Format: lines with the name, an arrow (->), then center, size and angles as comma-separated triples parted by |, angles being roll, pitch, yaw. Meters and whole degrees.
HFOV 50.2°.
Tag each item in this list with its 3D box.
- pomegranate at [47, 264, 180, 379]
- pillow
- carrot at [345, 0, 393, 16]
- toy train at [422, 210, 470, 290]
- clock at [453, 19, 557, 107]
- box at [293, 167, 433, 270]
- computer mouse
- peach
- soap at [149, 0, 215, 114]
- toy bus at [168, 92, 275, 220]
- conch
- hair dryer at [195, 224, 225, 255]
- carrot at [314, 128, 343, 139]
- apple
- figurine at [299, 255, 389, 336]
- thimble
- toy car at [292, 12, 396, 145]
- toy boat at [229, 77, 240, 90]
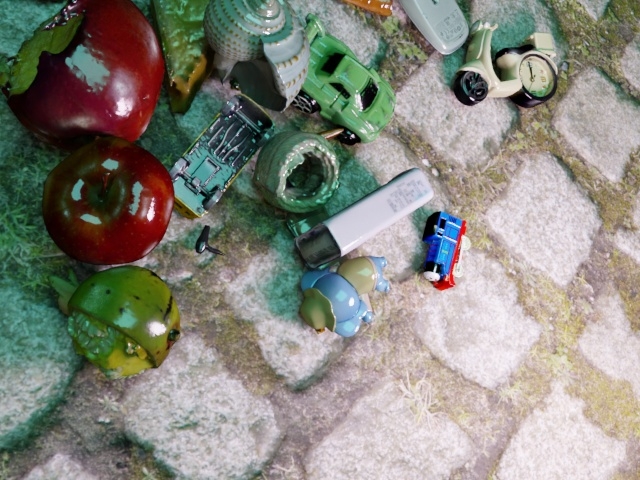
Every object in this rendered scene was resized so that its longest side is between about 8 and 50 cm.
pomegranate -> -0.466, 0.164, 1.540 | 0.340, 0.260, 0.260 | 29, 67, 14
pillow -> 0.000, 0.000, 1.857 | 0.130, 0.033, 0.218 | -29, 89, -28
carrot -> 0.123, -0.734, 2.061 | 0.204, 0.072, 0.072 | 9, 74, -16
toy train -> 0.351, 0.030, 1.955 | 0.131, 0.082, 0.204 | 23, 69, -14
clock -> 0.583, -0.555, 2.170 | 0.378, 0.120, 0.277 | 0, 81, -25
box -> 0.112, -0.060, 1.805 | 0.369, 0.190, 0.112 | -30, 89, -33
computer mouse -> 0.337, -0.712, 2.121 | 0.159, 0.097, 0.288 | -44, 106, -25
peach -> -0.550, -0.413, 1.599 | 0.353, 0.339, 0.417 | 3, 72, -59
soap -> -0.275, -0.527, 1.809 | 0.304, 0.169, 0.339 | -11, 82, -12
toy bus -> -0.265, -0.213, 1.746 | 0.144, 0.152, 0.330 | 41, 69, -13
conch -> -0.142, -0.478, 1.680 | 0.303, 0.319, 0.215 | 45, 79, -1
hair dryer -> -0.279, 0.010, 1.760 | 0.083, 0.031, 0.079 | 31, 59, -26
carrot -> -0.036, -0.271, 1.877 | 0.216, 0.048, 0.048 | -18, 84, -7
apple -> -0.471, -0.077, 1.536 | 0.288, 0.317, 0.288 | 2, 82, -12
figurine -> 0.070, 0.145, 1.783 | 0.261, 0.154, 0.180 | -19, 99, -11
thimble -> -0.061, -0.178, 1.782 | 0.218, 0.150, 0.219 | -7, 105, -27
toy car -> 0.052, -0.438, 1.905 | 0.358, 0.176, 0.213 | 37, 69, -9
toy boat -> -0.175, -0.499, 1.877 | 0.088, 0.089, 0.230 | 33, 74, -33
